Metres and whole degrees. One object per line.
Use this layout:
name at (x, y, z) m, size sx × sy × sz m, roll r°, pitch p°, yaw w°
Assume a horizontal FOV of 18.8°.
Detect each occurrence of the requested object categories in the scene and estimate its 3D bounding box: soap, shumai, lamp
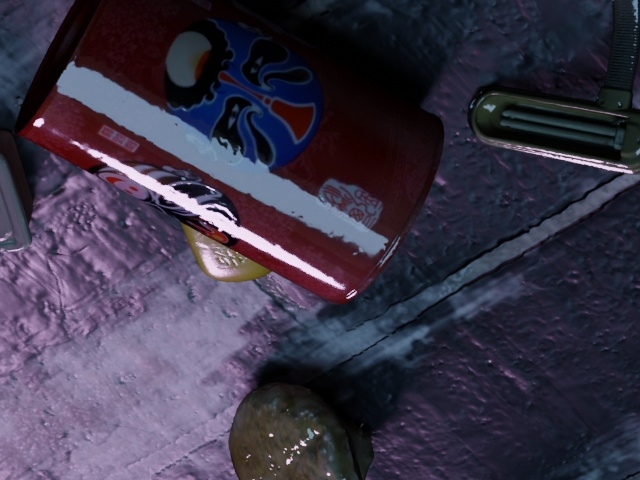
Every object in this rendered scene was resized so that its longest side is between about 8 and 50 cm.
soap at (-0.093, -0.012, 1.914) m, size 0.089 × 0.045 × 0.140 m, roll -7°, pitch 128°, yaw 18°
shumai at (0.002, 0.236, 2.059) m, size 0.201 × 0.120 × 0.201 m, roll 23°, pitch 121°, yaw 43°
lamp at (0.189, -0.203, 1.700) m, size 0.203 × 0.124 × 0.283 m, roll 1°, pitch 135°, yaw 33°

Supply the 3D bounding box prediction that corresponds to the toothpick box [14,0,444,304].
toothpick box at (-0.081, -0.104, 1.737) m, size 0.333 × 0.204 × 0.204 m, roll 28°, pitch 127°, yaw -16°

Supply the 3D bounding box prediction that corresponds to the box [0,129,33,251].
box at (-0.333, -0.051, 1.904) m, size 0.089 × 0.062 × 0.122 m, roll -3°, pitch 129°, yaw 10°
